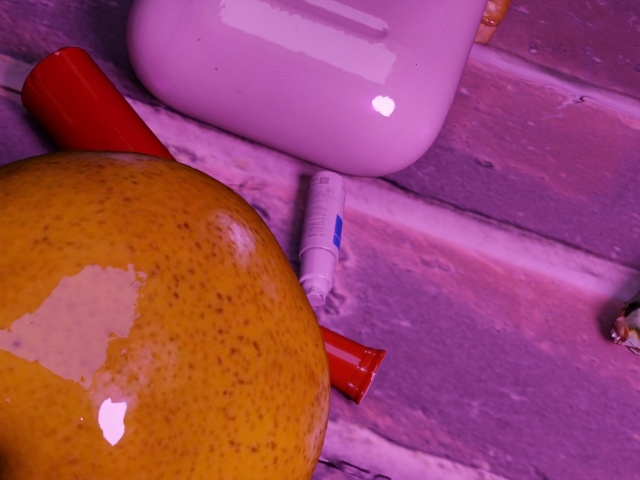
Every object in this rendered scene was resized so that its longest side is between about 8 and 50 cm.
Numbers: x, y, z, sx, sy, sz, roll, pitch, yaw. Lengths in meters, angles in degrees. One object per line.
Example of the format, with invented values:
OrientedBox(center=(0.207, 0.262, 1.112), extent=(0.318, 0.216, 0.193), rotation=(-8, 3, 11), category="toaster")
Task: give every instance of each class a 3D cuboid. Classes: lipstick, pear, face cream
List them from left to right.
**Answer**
OrientedBox(center=(-0.135, 0.075, 0.696), extent=(0.294, 0.294, 0.294), rotation=(9, 50, -11), category="pear")
OrientedBox(center=(-0.139, -0.041, 0.917), extent=(0.073, 0.073, 0.279), rotation=(-26, 65, -34), category="lipstick")
OrientedBox(center=(0.000, 0.000, 0.953), extent=(0.034, 0.034, 0.130), rotation=(14, 48, -8), category="face cream")

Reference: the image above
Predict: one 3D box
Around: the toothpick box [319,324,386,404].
OrientedBox(center=(0.003, 0.086, 0.876), extent=(0.083, 0.047, 0.047), rotation=(27, 49, 5), category="toothpick box")

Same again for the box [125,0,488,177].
OrientedBox(center=(0.005, -0.233, 1.045), extent=(0.289, 0.141, 0.349), rotation=(22, 61, 0), category="box")

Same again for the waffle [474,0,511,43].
OrientedBox(center=(0.147, -0.326, 1.254), extent=(0.168, 0.057, 0.274), rotation=(27, 49, 3), category="waffle")

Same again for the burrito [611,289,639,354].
OrientedBox(center=(0.371, 0.038, 1.035), extent=(0.104, 0.054, 0.288), rotation=(44, 52, 18), category="burrito")
